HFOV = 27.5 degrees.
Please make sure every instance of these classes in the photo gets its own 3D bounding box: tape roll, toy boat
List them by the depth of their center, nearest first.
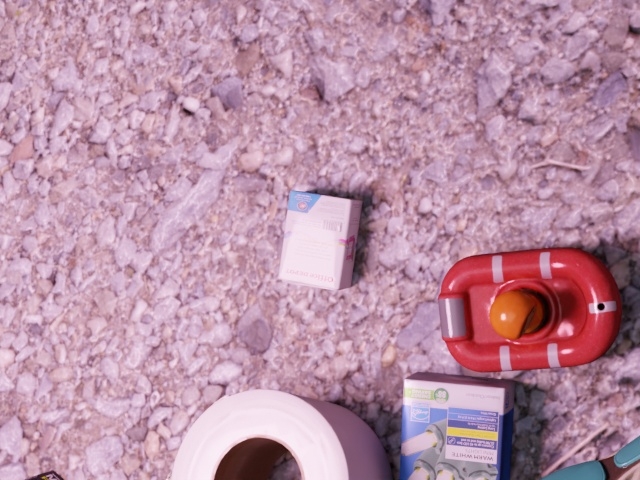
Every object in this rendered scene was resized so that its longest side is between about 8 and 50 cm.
[{"bbox_3d":[0.249,0.088,1.602,0.231,0.151,0.151,-6,90,20],"label":"toy boat"},{"bbox_3d":[-0.047,0.319,1.680,0.246,0.169,0.246,-5,78,22],"label":"tape roll"}]

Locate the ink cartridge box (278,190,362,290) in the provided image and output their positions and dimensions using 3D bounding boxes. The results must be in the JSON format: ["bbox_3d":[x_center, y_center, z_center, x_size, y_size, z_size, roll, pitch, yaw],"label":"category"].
[{"bbox_3d":[0.000,0.000,1.742,0.089,0.052,0.122,10,94,20],"label":"ink cartridge box"}]

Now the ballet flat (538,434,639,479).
[{"bbox_3d":[0.367,0.300,1.609,0.248,0.086,0.086,-30,82,17],"label":"ballet flat"}]

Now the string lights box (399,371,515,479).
[{"bbox_3d":[0.173,0.305,1.675,0.133,0.077,0.259,3,93,18],"label":"string lights box"}]

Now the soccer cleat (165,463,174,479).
[{"bbox_3d":[-0.207,0.361,1.818,0.076,0.068,0.196,13,99,9],"label":"soccer cleat"}]

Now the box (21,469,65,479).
[{"bbox_3d":[-0.339,0.435,1.790,0.270,0.216,0.060,36,101,15],"label":"box"}]
